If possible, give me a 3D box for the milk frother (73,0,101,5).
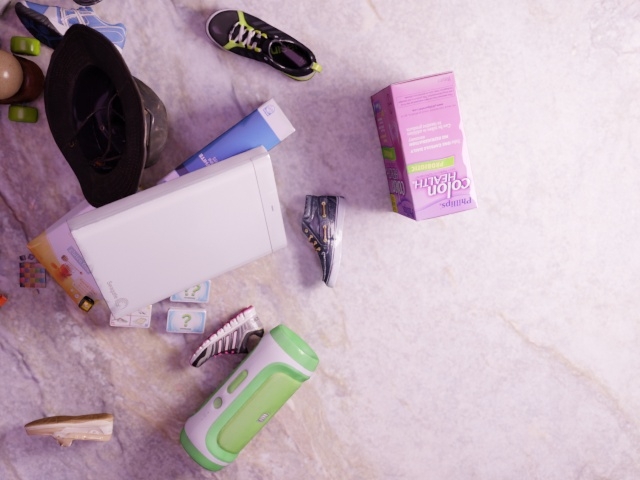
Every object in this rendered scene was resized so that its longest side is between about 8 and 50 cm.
[{"bbox_3d":[-0.463,-0.498,1.208,0.143,0.135,0.129,6,97,-5],"label":"milk frother"}]

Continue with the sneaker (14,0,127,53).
[{"bbox_3d":[-0.462,-0.397,1.260,0.211,0.080,0.081,23,69,-5],"label":"sneaker"}]

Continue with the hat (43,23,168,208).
[{"bbox_3d":[-0.360,-0.224,1.219,0.134,0.331,0.331,-18,100,-43],"label":"hat"}]

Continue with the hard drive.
[{"bbox_3d":[-0.240,-0.011,1.215,0.353,0.047,0.233,-23,137,-15],"label":"hard drive"}]

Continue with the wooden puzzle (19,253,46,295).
[{"bbox_3d":[-0.567,0.068,1.331,0.049,0.006,0.083,2,96,-5],"label":"wooden puzzle"}]

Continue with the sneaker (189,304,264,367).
[{"bbox_3d":[-0.182,0.208,1.348,0.170,0.063,0.075,-38,92,-4],"label":"sneaker"}]

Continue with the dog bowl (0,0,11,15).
[{"bbox_3d":[-0.704,-0.527,1.164,0.349,0.102,0.349,0,109,1],"label":"dog bowl"}]

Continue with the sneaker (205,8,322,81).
[{"bbox_3d":[-0.103,-0.375,1.268,0.235,0.097,0.084,21,94,-7],"label":"sneaker"}]

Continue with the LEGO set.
[{"bbox_3d":[-0.332,0.094,1.296,0.244,0.060,0.182,6,105,-18],"label":"LEGO set"}]

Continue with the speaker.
[{"bbox_3d":[-0.140,0.310,1.333,0.131,0.131,0.296,42,92,-8],"label":"speaker"}]

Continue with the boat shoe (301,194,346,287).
[{"bbox_3d":[0.000,0.000,1.342,0.083,0.065,0.183,5,90,-4],"label":"boat shoe"}]

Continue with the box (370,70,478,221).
[{"bbox_3d":[0.187,-0.172,1.257,0.117,0.213,0.243,-13,98,-3],"label":"box"}]

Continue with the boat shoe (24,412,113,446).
[{"bbox_3d":[-0.500,0.382,1.345,0.170,0.063,0.059,-2,91,-5],"label":"boat shoe"}]

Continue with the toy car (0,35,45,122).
[{"bbox_3d":[-0.587,-0.294,1.195,0.149,0.188,0.155,4,96,-5],"label":"toy car"}]

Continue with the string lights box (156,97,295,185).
[{"bbox_3d":[-0.175,-0.159,1.270,0.260,0.133,0.077,-36,100,0],"label":"string lights box"}]

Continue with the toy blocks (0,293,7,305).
[{"bbox_3d":[-0.660,0.096,1.303,0.148,0.054,0.123,-44,97,1],"label":"toy blocks"}]

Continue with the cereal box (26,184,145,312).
[{"bbox_3d":[-0.417,0.000,1.313,0.240,0.047,0.173,-39,99,1],"label":"cereal box"}]
